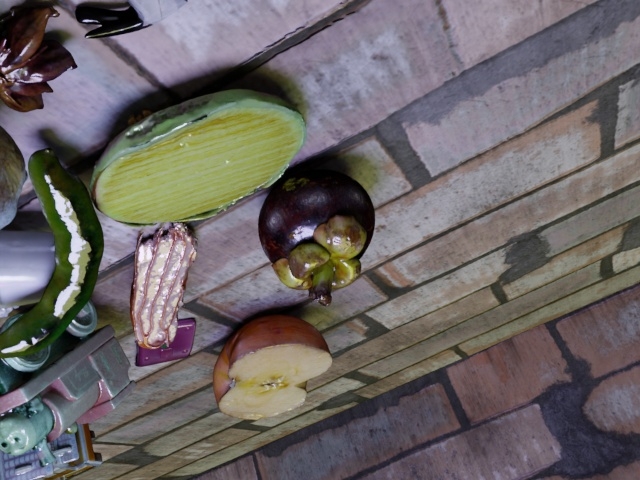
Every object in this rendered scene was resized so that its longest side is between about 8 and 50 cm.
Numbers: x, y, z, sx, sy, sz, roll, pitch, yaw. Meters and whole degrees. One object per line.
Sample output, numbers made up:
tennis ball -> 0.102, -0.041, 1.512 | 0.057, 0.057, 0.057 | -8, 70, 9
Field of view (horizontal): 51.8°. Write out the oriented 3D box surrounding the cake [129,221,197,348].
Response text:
cake -> -0.269, 0.078, 1.113 | 0.098, 0.135, 0.287 | 5, 138, -17

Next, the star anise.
star anise -> -0.320, -0.172, 0.638 | 0.168, 0.057, 0.168 | -17, 153, -9

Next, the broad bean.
broad bean -> -0.340, 0.036, 0.812 | 0.144, 0.049, 0.292 | 19, 101, -47

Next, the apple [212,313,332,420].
apple -> -0.126, 0.266, 1.511 | 0.251, 0.163, 0.293 | 10, 129, -30

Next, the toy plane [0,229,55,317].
toy plane -> -0.430, 0.030, 0.874 | 0.267, 0.122, 0.267 | -17, 151, -9

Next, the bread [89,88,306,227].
bread -> -0.157, -0.103, 0.879 | 0.301, 0.045, 0.301 | -21, 162, -7

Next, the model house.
model house -> -0.603, 0.411, 1.371 | 0.198, 0.224, 0.215 | -23, 155, 7

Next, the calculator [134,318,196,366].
calculator -> -0.337, 0.228, 1.431 | 0.127, 0.034, 0.190 | -8, 151, -21

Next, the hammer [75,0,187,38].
hammer -> -0.254, -0.289, 0.484 | 0.152, 0.044, 0.427 | -30, 152, 20

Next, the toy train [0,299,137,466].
toy train -> -0.436, 0.216, 1.051 | 0.150, 0.221, 0.304 | -24, -173, 18

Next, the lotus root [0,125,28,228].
lotus root -> -0.434, -0.085, 0.585 | 0.322, 0.140, 0.158 | 23, 115, -37

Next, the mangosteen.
mangosteen -> 0.000, 0.000, 1.026 | 0.192, 0.217, 0.192 | -11, 151, -6

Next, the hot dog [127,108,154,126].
hot dog -> -0.212, -0.134, 0.830 | 0.037, 0.021, 0.083 | -27, 153, 4
